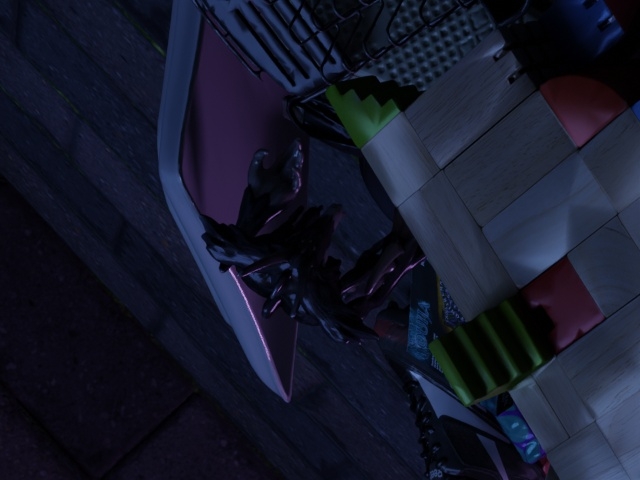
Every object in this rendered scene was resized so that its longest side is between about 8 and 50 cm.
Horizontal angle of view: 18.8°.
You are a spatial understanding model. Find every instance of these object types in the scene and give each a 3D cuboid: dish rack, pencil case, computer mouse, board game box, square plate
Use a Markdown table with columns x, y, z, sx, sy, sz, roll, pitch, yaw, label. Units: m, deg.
| x | y | z | sx | sy | sz | roll | pitch | yaw | label |
| --- | --- | --- | --- | --- | --- | --- | --- | --- | --- |
| 0.006 | -0.206 | 1.357 | 0.271 | 0.074 | 0.208 | -26 | 107 | 38 | dish rack |
| 0.191 | 0.151 | 1.946 | 0.151 | 0.064 | 0.070 | 53 | 179 | -19 | pencil case |
| 0.080 | -0.044 | 1.591 | 0.188 | 0.072 | 0.272 | 25 | 178 | 21 | computer mouse |
| 0.137 | 0.064 | 1.834 | 0.126 | 0.026 | 0.186 | 36 | 140 | 34 | board game box |
| -0.074 | -0.088 | 1.681 | 0.049 | 0.344 | 0.347 | -5 | 144 | 13 | square plate |

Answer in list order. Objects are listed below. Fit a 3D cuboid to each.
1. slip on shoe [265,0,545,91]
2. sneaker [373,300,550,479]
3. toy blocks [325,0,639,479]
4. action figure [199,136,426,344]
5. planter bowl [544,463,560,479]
| x | y | z | sx | sy | sz | roll | pitch | yaw | label |
| --- | --- | --- | --- | --- | --- | --- | --- | --- | --- |
| 0.104 | -0.134 | 1.453 | 0.331 | 0.123 | 0.101 | 28 | -170 | 36 | slip on shoe |
| 0.140 | 0.189 | 2.044 | 0.276 | 0.135 | 0.097 | 47 | 166 | 7 | sneaker |
| 0.203 | -0.017 | 1.220 | 0.261 | 0.191 | 0.381 | -42 | 73 | 38 | toy blocks |
| 0.000 | 0.000 | 1.501 | 0.164 | 0.141 | 0.276 | 29 | -178 | 5 | action figure |
| 0.275 | 0.269 | 1.886 | 0.109 | 0.162 | 0.162 | 13 | 153 | 16 | planter bowl |
